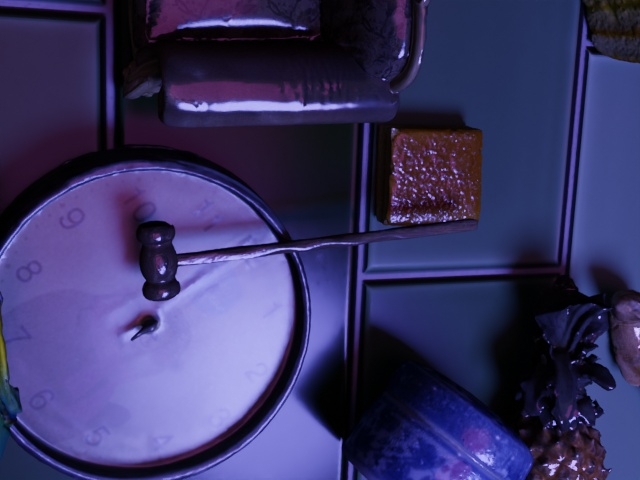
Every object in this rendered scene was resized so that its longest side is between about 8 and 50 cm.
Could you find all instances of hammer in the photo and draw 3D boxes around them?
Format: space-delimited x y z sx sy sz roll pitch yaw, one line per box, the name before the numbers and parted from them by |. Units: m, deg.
hammer | 0.000 0.000 0.667 0.292 0.029 0.058 -7 105 -20

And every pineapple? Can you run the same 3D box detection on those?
pineapple | 0.230 0.151 0.791 0.111 0.119 0.237 -1 105 -20

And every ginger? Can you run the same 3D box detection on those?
ginger | 0.372 0.149 0.863 0.089 0.075 0.288 -30 115 12

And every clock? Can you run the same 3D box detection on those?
clock | -0.139 0.064 0.670 0.281 0.055 0.280 -4 102 -19

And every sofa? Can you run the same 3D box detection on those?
sofa | -0.041 -0.212 0.586 0.200 0.182 0.258 -4 101 -18

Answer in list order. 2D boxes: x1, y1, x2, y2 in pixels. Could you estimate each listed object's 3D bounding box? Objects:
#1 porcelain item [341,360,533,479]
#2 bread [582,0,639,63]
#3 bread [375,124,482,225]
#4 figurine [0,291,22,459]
porcelain item | 0.106 0.187 0.733 0.147 0.147 0.114 40 83 -22
bread | 0.377 -0.239 0.731 0.234 0.184 0.110 -31 112 -11
bread | 0.099 -0.058 0.744 0.094 0.035 0.090 -2 101 -20
figurine | -0.307 0.101 0.507 0.231 0.324 0.340 -18 119 -46
